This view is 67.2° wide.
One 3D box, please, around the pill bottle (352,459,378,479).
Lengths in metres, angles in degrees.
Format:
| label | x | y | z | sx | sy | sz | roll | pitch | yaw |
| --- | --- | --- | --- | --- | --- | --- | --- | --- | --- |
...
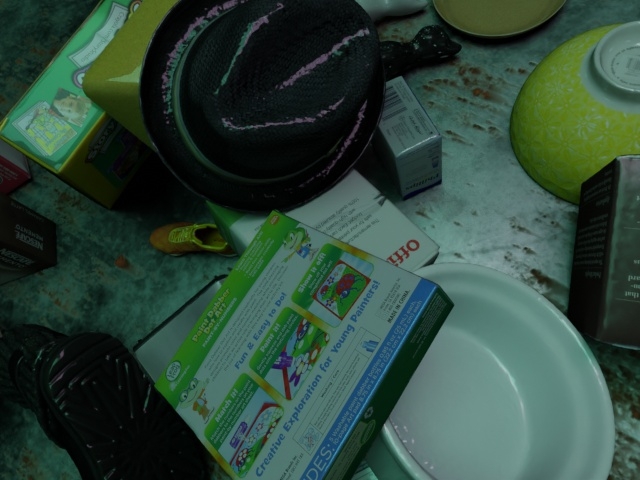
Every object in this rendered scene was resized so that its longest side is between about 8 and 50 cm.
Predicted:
| label | x | y | z | sx | sy | sz | roll | pitch | yaw |
| --- | --- | --- | --- | --- | --- | --- | --- | --- | --- |
| pill bottle | 0.070 | 0.291 | 0.596 | 0.108 | 0.108 | 0.180 | -29 | 65 | 2 |

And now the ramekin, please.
| label | x | y | z | sx | sy | sz | roll | pitch | yaw |
| --- | --- | --- | --- | --- | --- | --- | --- | --- | --- |
| ramekin | 0.164 | 0.176 | 0.550 | 0.277 | 0.135 | 0.277 | 7 | 54 | -10 |

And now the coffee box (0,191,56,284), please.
| label | x | y | z | sx | sy | sz | roll | pitch | yaw |
| --- | --- | --- | --- | --- | --- | --- | --- | --- | --- |
| coffee box | -0.637 | 0.019 | 0.875 | 0.246 | 0.141 | 0.098 | -19 | 65 | 7 |

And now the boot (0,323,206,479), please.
| label | x | y | z | sx | sy | sz | roll | pitch | yaw |
| --- | --- | --- | --- | --- | --- | --- | --- | --- | --- |
| boot | -0.317 | 0.270 | 0.684 | 0.260 | 0.131 | 0.348 | -10 | 104 | 41 |

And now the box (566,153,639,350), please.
| label | x | y | z | sx | sy | sz | roll | pitch | yaw |
| --- | --- | --- | --- | --- | --- | --- | --- | --- | --- |
| box | 0.399 | 0.021 | 0.556 | 0.167 | 0.168 | 0.203 | 6 | 89 | 17 |

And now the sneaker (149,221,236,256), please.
| label | x | y | z | sx | sy | sz | roll | pitch | yaw |
| --- | --- | --- | --- | --- | --- | --- | --- | --- | --- |
| sneaker | -0.216 | -0.010 | 0.815 | 0.175 | 0.067 | 0.064 | -1 | 70 | 16 |

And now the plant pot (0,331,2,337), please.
| label | x | y | z | sx | sy | sz | roll | pitch | yaw |
| --- | --- | --- | --- | --- | --- | --- | --- | --- | --- |
| plant pot | -0.678 | 0.202 | 0.761 | 0.243 | 0.275 | 0.275 | 2 | 69 | 4 |

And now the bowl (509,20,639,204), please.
| label | x | y | z | sx | sy | sz | roll | pitch | yaw |
| --- | --- | --- | --- | --- | --- | --- | --- | --- | --- |
| bowl | 0.425 | -0.204 | 0.672 | 0.289 | 0.156 | 0.290 | -5 | 68 | 13 |

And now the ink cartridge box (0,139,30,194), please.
| label | x | y | z | sx | sy | sz | roll | pitch | yaw |
| --- | --- | --- | --- | --- | --- | --- | --- | --- | --- |
| ink cartridge box | -0.775 | -0.131 | 0.925 | 0.306 | 0.226 | 0.131 | -35 | 63 | 1 |

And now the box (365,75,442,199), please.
| label | x | y | z | sx | sy | sz | roll | pitch | yaw |
| --- | --- | --- | --- | --- | --- | --- | --- | --- | --- |
| box | 0.127 | -0.154 | 0.741 | 0.072 | 0.137 | 0.126 | -25 | 65 | 3 |

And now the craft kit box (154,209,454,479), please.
| label | x | y | z | sx | sy | sz | roll | pitch | yaw |
| --- | --- | --- | --- | --- | --- | --- | --- | --- | --- |
| craft kit box | -0.032 | 0.113 | 0.498 | 0.246 | 0.061 | 0.250 | 27 | 80 | 41 |

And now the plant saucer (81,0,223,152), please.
| label | x | y | z | sx | sy | sz | roll | pitch | yaw |
| --- | --- | --- | --- | --- | --- | --- | --- | --- | --- |
| plant saucer | -0.113 | -0.240 | 0.729 | 0.081 | 0.333 | 0.333 | 22 | 75 | 41 |

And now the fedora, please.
| label | x | y | z | sx | sy | sz | roll | pitch | yaw |
| --- | --- | --- | --- | --- | --- | --- | --- | --- | --- |
| fedora | -0.046 | -0.192 | 0.573 | 0.333 | 0.152 | 0.334 | -1 | 93 | -19 |

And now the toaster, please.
| label | x | y | z | sx | sy | sz | roll | pitch | yaw |
| --- | --- | --- | --- | --- | --- | --- | --- | --- | --- |
| toaster | -0.134 | 0.141 | 0.680 | 0.185 | 0.168 | 0.110 | -40 | 67 | -2 |

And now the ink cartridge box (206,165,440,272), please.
| label | x | y | z | sx | sy | sz | roll | pitch | yaw |
| --- | --- | --- | --- | --- | --- | --- | --- | --- | --- |
| ink cartridge box | 0.000 | 0.000 | 0.696 | 0.198 | 0.115 | 0.273 | -36 | 67 | -18 |

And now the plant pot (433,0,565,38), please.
| label | x | y | z | sx | sy | sz | roll | pitch | yaw |
| --- | --- | --- | --- | --- | --- | --- | --- | --- | --- |
| plant pot | 0.321 | -0.452 | 0.867 | 0.236 | 0.032 | 0.236 | -5 | 69 | 13 |

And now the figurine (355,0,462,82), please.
| label | x | y | z | sx | sy | sz | roll | pitch | yaw |
| --- | --- | --- | --- | --- | --- | --- | --- | --- | --- |
| figurine | 0.115 | -0.377 | 0.870 | 0.209 | 0.092 | 0.215 | -20 | 64 | -2 |

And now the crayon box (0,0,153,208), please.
| label | x | y | z | sx | sy | sz | roll | pitch | yaw |
| --- | --- | --- | --- | --- | --- | --- | --- | --- | --- |
| crayon box | -0.317 | -0.247 | 0.797 | 0.106 | 0.313 | 0.363 | 33 | 79 | -7 |
